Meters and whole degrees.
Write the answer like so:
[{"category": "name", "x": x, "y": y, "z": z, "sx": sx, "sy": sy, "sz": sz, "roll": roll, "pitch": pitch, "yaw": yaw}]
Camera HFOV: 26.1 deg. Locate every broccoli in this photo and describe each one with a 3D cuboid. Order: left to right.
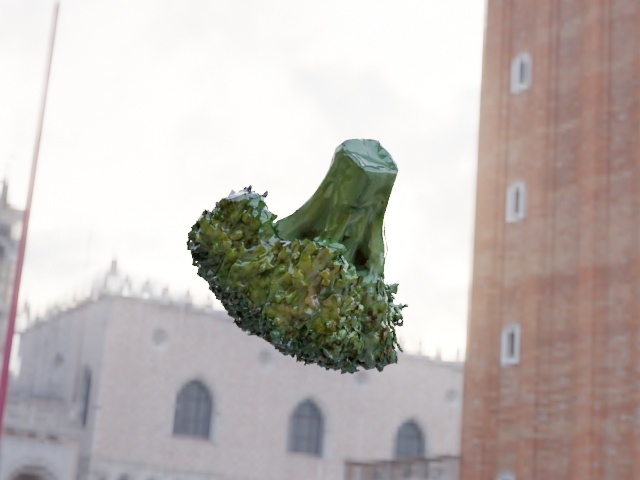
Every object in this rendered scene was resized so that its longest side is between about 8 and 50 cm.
[{"category": "broccoli", "x": 0.000, "y": 0.000, "z": 1.151, "sx": 0.219, "sy": 0.194, "sz": 0.194, "roll": 14, "pitch": -19, "yaw": -24}]
